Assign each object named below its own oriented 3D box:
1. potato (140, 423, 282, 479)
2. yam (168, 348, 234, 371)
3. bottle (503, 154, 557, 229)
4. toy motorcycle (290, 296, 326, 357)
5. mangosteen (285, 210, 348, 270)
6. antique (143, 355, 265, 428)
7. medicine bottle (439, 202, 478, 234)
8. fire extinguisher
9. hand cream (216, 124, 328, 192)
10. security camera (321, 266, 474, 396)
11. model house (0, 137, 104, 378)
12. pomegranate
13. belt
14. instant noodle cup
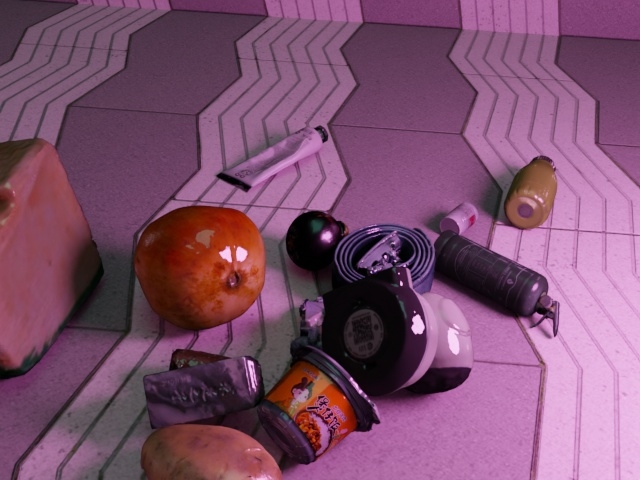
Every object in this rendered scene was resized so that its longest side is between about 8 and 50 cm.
[{"bbox_3d":[-0.167,0.350,1.117,0.234,0.128,0.161,6,18,12],"label":"potato"},{"bbox_3d":[-0.193,0.236,1.319,0.141,0.079,0.079,8,34,7],"label":"yam"},{"bbox_3d":[0.535,-0.132,1.889,0.112,0.112,0.260,15,35,18],"label":"bottle"},{"bbox_3d":[0.052,0.168,1.406,0.204,0.108,0.239,5,34,3],"label":"toy motorcycle"},{"bbox_3d":[0.000,0.000,1.639,0.151,0.137,0.137,1,30,-32],"label":"mangosteen"},{"bbox_3d":[-0.185,0.244,1.232,0.183,0.088,0.086,-12,-8,1],"label":"antique"},{"bbox_3d":[0.329,-0.048,1.794,0.058,0.058,0.091,25,40,30],"label":"medicine bottle"},{"bbox_3d":[0.371,0.086,1.574,0.311,0.095,0.114,27,85,34],"label":"fire extinguisher"},{"bbox_3d":[-0.113,-0.224,2.034,0.336,0.076,0.121,-33,42,-33],"label":"hand cream"},{"bbox_3d":[0.152,0.172,1.295,0.277,0.197,0.191,15,58,-48],"label":"security camera"},{"bbox_3d":[-0.662,0.042,1.391,0.342,0.335,0.382,-1,37,13],"label":"model house"},{"bbox_3d":[-0.237,0.041,1.477,0.252,0.229,0.270,-26,31,-24],"label":"pomegranate"},{"bbox_3d":[0.136,0.053,1.578,0.206,0.116,0.267,17,39,20],"label":"belt"},{"bbox_3d":[-0.020,0.273,1.207,0.125,0.178,0.208,-38,18,-27],"label":"instant noodle cup"}]
